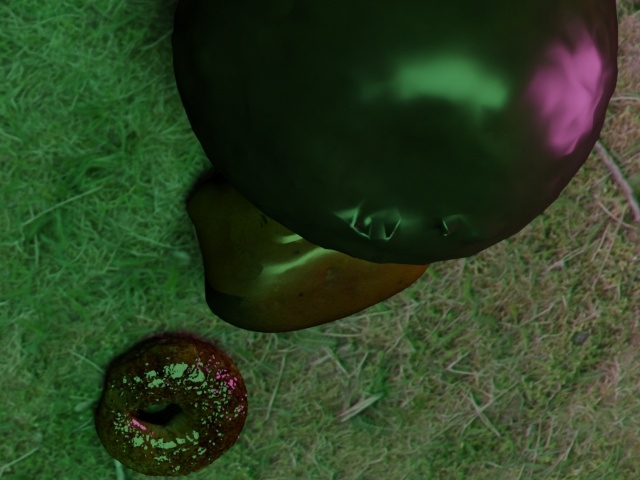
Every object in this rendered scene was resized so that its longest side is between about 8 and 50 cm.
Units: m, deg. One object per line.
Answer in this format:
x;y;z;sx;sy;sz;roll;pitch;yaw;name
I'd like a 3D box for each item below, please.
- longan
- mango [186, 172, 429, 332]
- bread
0.085;-0.170;1.933;0.436;0.404;0.404;-25;128;-12;longan
0.000;0.000;2.155;0.287;0.152;0.201;-15;135;-12;mango
-0.169;0.197;2.265;0.193;0.064;0.193;-9;124;-14;bread
